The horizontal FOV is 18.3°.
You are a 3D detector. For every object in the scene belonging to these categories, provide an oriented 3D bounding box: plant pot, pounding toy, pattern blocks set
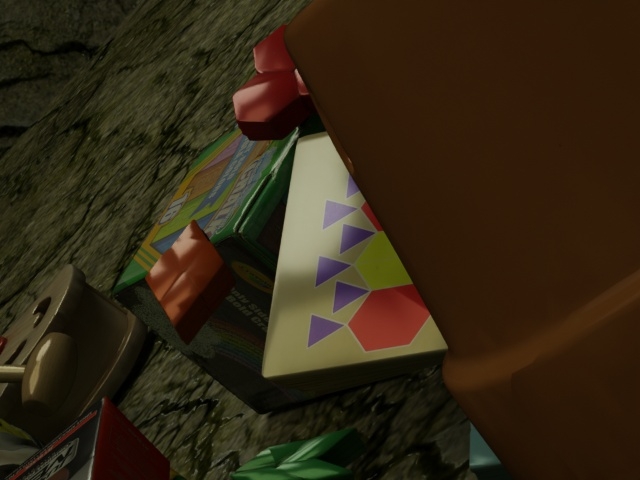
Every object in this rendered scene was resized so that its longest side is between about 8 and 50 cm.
[{"bbox_3d":[0.124,-0.069,0.755,0.291,0.203,0.291,-41,6,5],"label":"plant pot"},{"bbox_3d":[-0.246,0.089,1.570,0.269,0.155,0.154,-26,33,54],"label":"pounding toy"},{"bbox_3d":[0.048,-0.003,1.002,0.285,0.026,0.325,-4,47,25],"label":"pattern blocks set"}]

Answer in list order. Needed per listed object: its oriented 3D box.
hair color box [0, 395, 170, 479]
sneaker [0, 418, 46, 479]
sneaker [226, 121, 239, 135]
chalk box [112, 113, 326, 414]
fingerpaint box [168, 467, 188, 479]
[{"bbox_3d":[-0.097,0.118,0.742,0.072,0.043,0.141,-39,16,8],"label":"hair color box"},{"bbox_3d":[-0.195,0.151,1.118,0.145,0.147,0.385,-51,-14,-14],"label":"sneaker"},{"bbox_3d":[0.047,-0.138,1.369,0.341,0.125,0.140,-40,14,24],"label":"sneaker"},{"bbox_3d":[0.000,0.000,1.167,0.213,0.132,0.132,-23,31,55],"label":"chalk box"},{"bbox_3d":[-0.133,0.309,0.767,0.445,0.163,0.371,-52,16,-8],"label":"fingerpaint box"}]
